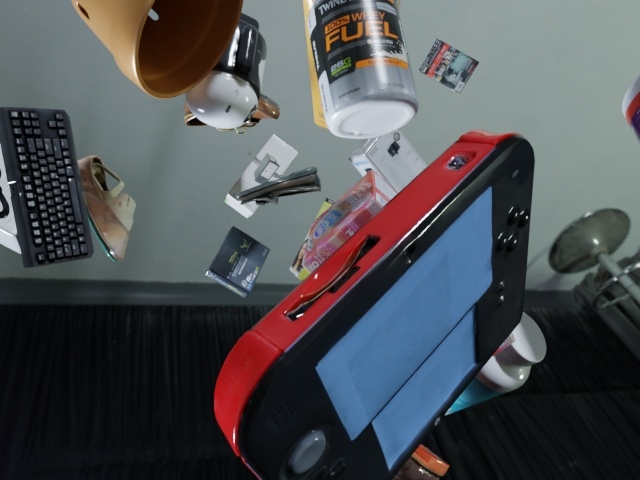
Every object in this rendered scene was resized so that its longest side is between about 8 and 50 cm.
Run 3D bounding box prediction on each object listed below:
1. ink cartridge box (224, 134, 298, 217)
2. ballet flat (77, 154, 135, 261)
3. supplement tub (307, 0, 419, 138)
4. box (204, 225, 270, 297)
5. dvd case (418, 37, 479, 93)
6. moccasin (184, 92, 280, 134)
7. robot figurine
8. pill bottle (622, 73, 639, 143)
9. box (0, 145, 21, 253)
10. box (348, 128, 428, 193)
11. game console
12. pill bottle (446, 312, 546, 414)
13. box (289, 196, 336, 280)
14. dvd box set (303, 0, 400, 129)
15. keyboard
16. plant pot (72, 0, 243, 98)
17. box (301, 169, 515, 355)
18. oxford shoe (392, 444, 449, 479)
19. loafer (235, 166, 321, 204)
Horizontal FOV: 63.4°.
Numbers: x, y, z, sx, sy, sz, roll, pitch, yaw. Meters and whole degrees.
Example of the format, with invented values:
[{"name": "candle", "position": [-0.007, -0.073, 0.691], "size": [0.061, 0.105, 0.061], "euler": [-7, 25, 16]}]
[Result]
[{"name": "ink cartridge box", "position": [-0.216, -0.226, 1.869], "size": [0.115, 0.198, 0.272], "euler": [37, 79, -9]}, {"name": "ballet flat", "position": [-0.493, -0.091, 1.193], "size": [0.106, 0.316, 0.107], "euler": [-33, 154, -11]}, {"name": "supplement tub", "position": [0.049, -0.234, 0.648], "size": [0.117, 0.190, 0.117], "euler": [-10, 169, -2]}, {"name": "box", "position": [-0.321, 0.082, 2.034], "size": [0.183, 0.232, 0.059], "euler": [33, 140, -14]}, {"name": "dvd case", "position": [0.313, -0.426, 1.267], "size": [0.120, 0.013, 0.087], "euler": [28, 119, -2]}, {"name": "moccasin", "position": [-0.286, -0.395, 1.608], "size": [0.139, 0.380, 0.146], "euler": [20, 82, -61]}, {"name": "robot figurine", "position": [-0.214, -0.397, 1.206], "size": [0.174, 0.277, 0.209], "euler": [3, 161, 8]}, {"name": "pill bottle", "position": [0.557, -0.106, 0.685], "size": [0.182, 0.322, 0.181], "euler": [-11, 155, -5]}, {"name": "box", "position": [-0.528, -0.082, 0.842], "size": [0.171, 0.130, 0.091], "euler": [31, 150, -9]}, {"name": "box", "position": [0.240, -0.212, 1.631], "size": [0.290, 0.087, 0.169], "euler": [46, 67, -22]}, {"name": "game console", "position": [0.096, 0.109, 0.526], "size": [0.387, 0.060, 0.341], "euler": [-41, 134, -21]}, {"name": "pill bottle", "position": [0.279, 0.222, 0.956], "size": [0.146, 0.146, 0.264], "euler": [13, 145, -26]}, {"name": "box", "position": [0.000, 0.000, 1.427], "size": [0.058, 0.087, 0.232], "euler": [26, 93, -25]}, {"name": "dvd box set", "position": [0.070, -0.456, 0.978], "size": [0.062, 0.307, 0.420], "euler": [24, 154, 17]}, {"name": "keyboard", "position": [-0.325, -0.061, 0.590], "size": [0.108, 0.180, 0.023], "euler": [-12, -177, -43]}, {"name": "plant pot", "position": [-0.308, -0.442, 0.955], "size": [0.204, 0.291, 0.290], "euler": [36, 120, 8]}, {"name": "box", "position": [0.130, 0.057, 0.785], "size": [0.300, 0.154, 0.142], "euler": [43, 111, -15]}, {"name": "oxford shoe", "position": [0.117, 0.389, 0.907], "size": [0.271, 0.097, 0.098], "euler": [35, 83, -27]}, {"name": "loafer", "position": [-0.126, -0.151, 1.606], "size": [0.268, 0.096, 0.084], "euler": [-20, 97, -2]}]
